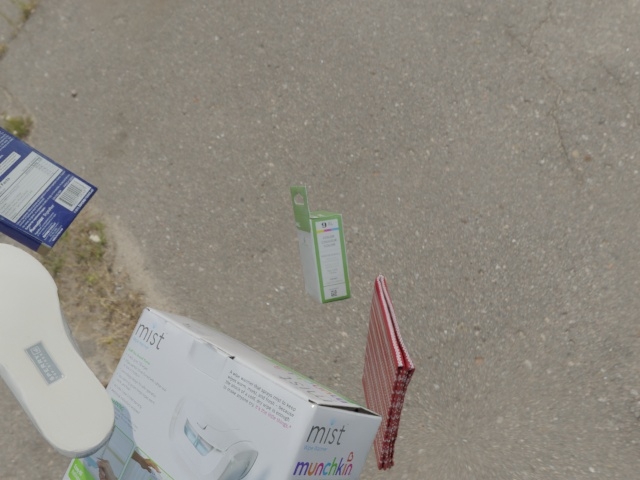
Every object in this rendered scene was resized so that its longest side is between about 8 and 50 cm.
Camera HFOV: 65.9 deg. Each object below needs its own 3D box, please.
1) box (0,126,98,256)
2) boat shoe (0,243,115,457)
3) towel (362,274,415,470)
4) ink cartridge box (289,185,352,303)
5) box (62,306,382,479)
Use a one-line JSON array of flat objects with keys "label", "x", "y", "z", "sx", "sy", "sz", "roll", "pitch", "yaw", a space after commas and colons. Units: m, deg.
[{"label": "box", "x": -0.453, "y": -0.090, "z": 0.696, "sx": 0.036, "sy": 0.225, "sz": 0.136, "roll": -36, "pitch": 27, "yaw": 37}, {"label": "boat shoe", "x": -0.221, "y": 0.087, "z": 0.388, "sx": 0.184, "sy": 0.063, "sz": 0.066, "roll": 49, "pitch": 47, "yaw": 8}, {"label": "towel", "x": 0.105, "y": 0.222, "z": 0.821, "sx": 0.031, "sy": 0.274, "sz": 0.198, "roll": -2, "pitch": 36, "yaw": -5}, {"label": "ink cartridge box", "x": 0.000, "y": 0.000, "z": 0.901, "sx": 0.062, "sy": 0.109, "sz": 0.209, "roll": -11, "pitch": 99, "yaw": -15}, {"label": "box", "x": -0.112, "y": 0.219, "z": 0.487, "sx": 0.262, "sy": 0.127, "sz": 0.231, "roll": 15, "pitch": 77, "yaw": 39}]
